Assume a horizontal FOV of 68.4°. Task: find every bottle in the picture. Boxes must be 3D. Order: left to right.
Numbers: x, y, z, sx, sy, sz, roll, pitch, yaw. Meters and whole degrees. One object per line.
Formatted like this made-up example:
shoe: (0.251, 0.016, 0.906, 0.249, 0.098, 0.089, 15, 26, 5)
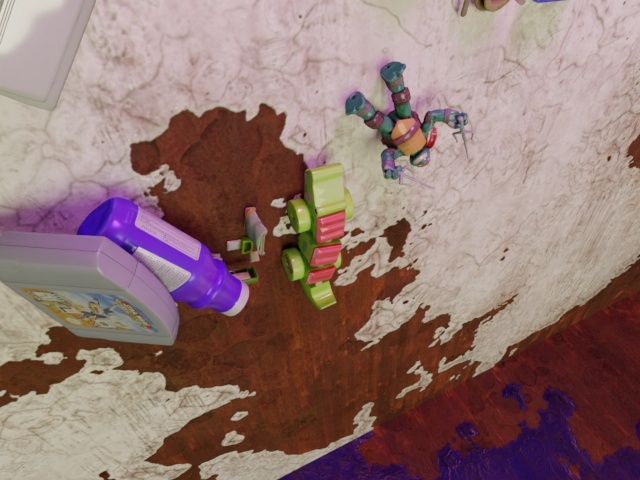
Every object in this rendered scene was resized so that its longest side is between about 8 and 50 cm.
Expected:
bottle: (-0.238, 0.041, 0.760, 0.118, 0.092, 0.283, -25, 137, 32)

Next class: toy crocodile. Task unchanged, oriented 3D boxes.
toy crocodile: (0.000, 0.000, 0.912, 0.115, 0.105, 0.340, -13, 136, -23)

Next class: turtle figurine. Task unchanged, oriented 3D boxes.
turtle figurine: (0.151, -0.183, 0.818, 0.175, 0.118, 0.234, -50, 125, -2)

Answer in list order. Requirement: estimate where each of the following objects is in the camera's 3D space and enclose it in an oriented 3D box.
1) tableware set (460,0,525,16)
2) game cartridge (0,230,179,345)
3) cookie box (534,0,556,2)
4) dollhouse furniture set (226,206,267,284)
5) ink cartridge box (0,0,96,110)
tableware set: (0.282, -0.420, 0.684, 0.128, 0.039, 0.194, -30, 153, -14)
game cartridge: (-0.333, 0.087, 0.715, 0.198, 0.062, 0.297, 7, 149, 9)
cookie box: (0.399, -0.447, 0.772, 0.107, 0.040, 0.091, -15, 138, -21)
dollhouse furniture set: (-0.142, 0.016, 0.856, 0.059, 0.076, 0.151, -10, 136, -24)
ink cartridge box: (-0.217, -0.283, 0.299, 0.130, 0.309, 0.271, 13, 116, -46)
